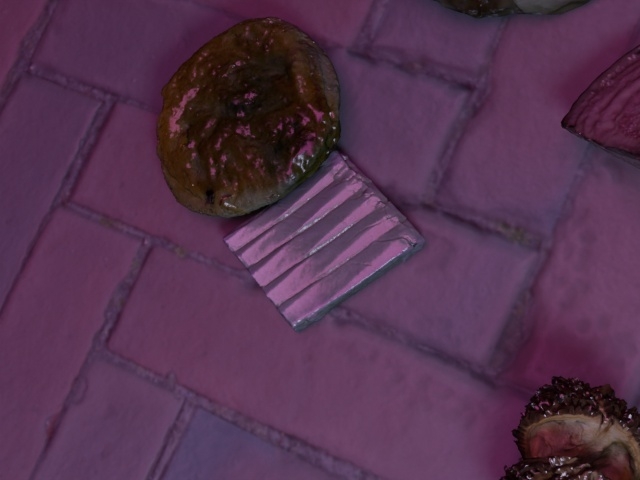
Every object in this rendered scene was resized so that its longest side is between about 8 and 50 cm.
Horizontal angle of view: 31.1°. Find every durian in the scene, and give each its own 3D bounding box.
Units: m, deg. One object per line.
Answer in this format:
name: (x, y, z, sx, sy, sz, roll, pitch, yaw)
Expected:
durian: (0.260, 0.241, 1.224, 0.167, 0.196, 0.196, 41, 92, -8)

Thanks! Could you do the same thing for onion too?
onion: (0.434, -0.143, 1.281, 0.247, 0.111, 0.250, -40, 32, -10)

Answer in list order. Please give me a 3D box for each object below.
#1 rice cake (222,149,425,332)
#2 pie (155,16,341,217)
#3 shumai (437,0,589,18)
rice cake: (0.000, 0.000, 1.443, 0.198, 0.037, 0.189, -42, 67, 4)
pie: (-0.100, -0.161, 1.488, 0.277, 0.078, 0.277, -9, 66, 21)
shumai: (0.207, -0.403, 1.326, 0.309, 0.263, 0.304, -43, 82, 16)
